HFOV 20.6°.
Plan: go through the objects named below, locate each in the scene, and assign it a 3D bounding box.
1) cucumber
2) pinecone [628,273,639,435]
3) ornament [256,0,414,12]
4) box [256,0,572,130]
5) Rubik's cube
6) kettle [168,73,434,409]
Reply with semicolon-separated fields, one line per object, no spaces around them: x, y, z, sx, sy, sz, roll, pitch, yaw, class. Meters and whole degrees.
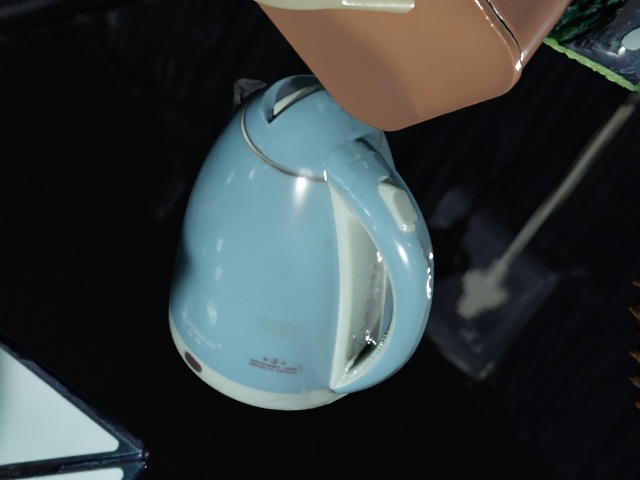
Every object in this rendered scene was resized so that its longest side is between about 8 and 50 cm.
0.296;-0.196;1.551;0.115;0.193;0.086;56;-179;-7;cucumber
0.395;0.094;1.639;0.246;0.292;0.246;16;-165;-4;pinecone
-0.053;-0.254;1.138;0.245;0.061;0.230;-4;-115;-47;ornament
0.066;-0.304;1.513;0.339;0.239;0.229;51;-123;-15;box
-0.333;0.214;1.633;0.250;0.246;0.248;39;170;-10;Rubik's cube
0.000;0.000;1.819;0.247;0.342;0.319;-29;-121;-32;kettle
